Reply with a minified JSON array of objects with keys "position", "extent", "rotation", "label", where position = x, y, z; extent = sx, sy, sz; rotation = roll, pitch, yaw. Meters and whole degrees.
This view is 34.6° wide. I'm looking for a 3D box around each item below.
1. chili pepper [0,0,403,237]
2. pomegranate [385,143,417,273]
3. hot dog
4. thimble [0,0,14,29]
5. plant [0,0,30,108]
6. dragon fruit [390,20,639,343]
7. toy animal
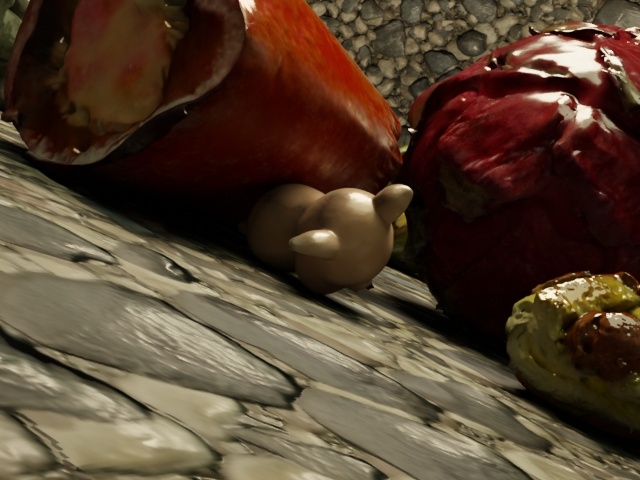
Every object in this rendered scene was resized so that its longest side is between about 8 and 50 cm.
[{"position":[-0.088,-0.099,0.846],"extent":[0.251,0.229,0.305],"rotation":[-16,-30,23],"label":"chili pepper"},{"position":[0.129,-0.031,1.502],"extent":[0.198,0.246,0.198],"rotation":[28,-33,20],"label":"pomegranate"},{"position":[0.209,0.078,0.723],"extent":[0.146,0.103,0.213],"rotation":[24,2,17],"label":"hot dog"},{"position":[-0.274,-0.161,0.503],"extent":[0.250,0.171,0.205],"rotation":[22,2,-13],"label":"thimble"},{"position":[-0.318,-0.206,1.193],"extent":[0.146,0.149,0.275],"rotation":[5,-15,46],"label":"plant"},{"position":[0.228,-0.044,0.950],"extent":[0.329,0.329,0.329],"rotation":[24,3,-1],"label":"dragon fruit"},{"position":[-0.003,-0.005,0.743],"extent":[0.150,0.083,0.089],"rotation":[2,-29,49],"label":"toy animal"}]
